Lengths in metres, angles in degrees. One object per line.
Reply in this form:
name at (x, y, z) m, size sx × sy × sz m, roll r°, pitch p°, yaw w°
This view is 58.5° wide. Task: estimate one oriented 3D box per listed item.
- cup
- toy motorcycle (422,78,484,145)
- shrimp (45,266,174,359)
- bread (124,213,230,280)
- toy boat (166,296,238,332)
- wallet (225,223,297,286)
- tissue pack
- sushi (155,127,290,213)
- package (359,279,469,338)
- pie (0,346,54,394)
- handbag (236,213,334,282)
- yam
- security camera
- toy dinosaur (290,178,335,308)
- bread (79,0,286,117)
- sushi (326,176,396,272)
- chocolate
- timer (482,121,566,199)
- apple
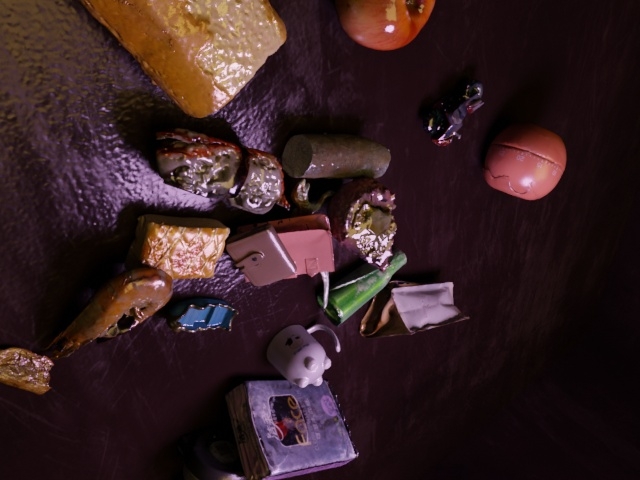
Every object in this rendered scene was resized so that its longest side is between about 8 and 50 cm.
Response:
cup at (-0.037, 0.321, 1.575) m, size 0.174 × 0.142 × 0.134 m, roll -10°, pitch 124°, yaw -40°
toy motorcycle at (0.358, -0.332, 1.518) m, size 0.213 × 0.082 × 0.122 m, roll -38°, pitch 137°, yaw -15°
shrimp at (-0.404, 0.148, 1.117) m, size 0.287 × 0.063 × 0.152 m, roll -39°, pitch 151°, yaw 13°
bread at (-0.287, 0.014, 1.161) m, size 0.188 × 0.068 × 0.125 m, roll 3°, pitch 116°, yaw -45°
toy boat at (-0.269, 0.177, 1.294) m, size 0.186 × 0.077 × 0.075 m, roll 11°, pitch 111°, yaw -48°
wallet at (-0.129, 0.037, 1.248) m, size 0.118 × 0.038 × 0.152 m, roll -21°, pitch 133°, yaw 11°
tissue pack at (-0.080, 0.520, 1.589) m, size 0.122 × 0.259 × 0.361 m, roll -40°, pitch 147°, yaw 26°
sushi at (-0.189, -0.130, 1.108) m, size 0.332 × 0.124 × 0.129 m, roll 10°, pitch 101°, yaw -46°
package at (0.296, 0.207, 1.835) m, size 0.311 × 0.221 × 0.164 m, roll -2°, pitch 80°, yaw -41°
pie at (-0.576, 0.243, 1.083) m, size 0.092 × 0.034 × 0.170 m, roll -51°, pitch 135°, yaw 1°
handbag at (-0.078, 0.023, 1.307) m, size 0.213 × 0.059 × 0.157 m, roll -8°, pitch 134°, yaw 1°
yam at (0.041, -0.190, 1.302) m, size 0.259 × 0.106 × 0.106 m, roll -6°, pitch 122°, yaw -42°
security camera at (-0.300, 0.670, 1.544) m, size 0.197 × 0.191 × 0.277 m, roll 2°, pitch 117°, yaw -47°
toy dinosaur at (0.000, 0.000, 1.413) m, size 0.206 × 0.092 × 0.392 m, roll -22°, pitch 135°, yaw -34°
bread at (-0.228, -0.378, 0.852) m, size 0.236 × 0.165 × 0.375 m, roll -47°, pitch 142°, yaw -3°
sushi at (0.095, -0.026, 1.343) m, size 0.162 × 0.107 × 0.241 m, roll -13°, pitch 122°, yaw -28°
chocolate at (0.128, 0.117, 1.622) m, size 0.291 × 0.110 × 0.110 m, roll -34°, pitch 137°, yaw -24°
timer at (0.613, -0.235, 1.724) m, size 0.230 × 0.230 × 0.214 m, roll 17°, pitch 102°, yaw -49°
apple at (0.128, -0.477, 1.124) m, size 0.210 × 0.164 × 0.209 m, roll -26°, pitch 132°, yaw -32°
